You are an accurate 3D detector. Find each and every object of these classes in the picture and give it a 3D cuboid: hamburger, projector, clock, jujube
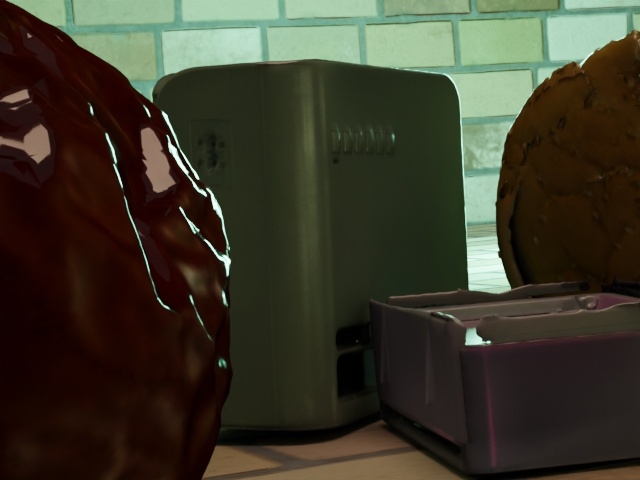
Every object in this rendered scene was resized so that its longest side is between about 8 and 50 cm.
[{"bbox_3d":[0.199,-0.015,0.991,0.108,0.213,0.214,-12,8,-44],"label":"hamburger"},{"bbox_3d":[0.000,0.000,1.002,0.108,0.198,0.250,-3,2,24],"label":"projector"},{"bbox_3d":[0.110,0.062,0.847,0.145,0.073,0.193,-5,2,-10],"label":"clock"},{"bbox_3d":[-0.136,0.027,0.553,0.213,0.213,0.232,-5,31,-11],"label":"jujube"}]
